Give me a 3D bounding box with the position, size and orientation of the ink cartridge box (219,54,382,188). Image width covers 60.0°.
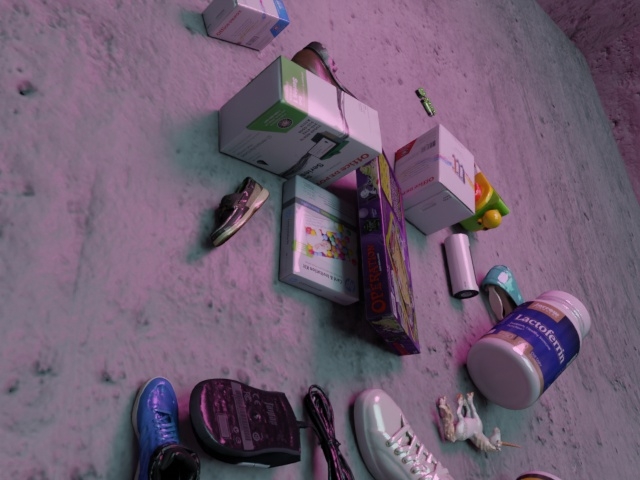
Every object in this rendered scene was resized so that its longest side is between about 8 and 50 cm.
[{"bbox_3d":[-0.029,-0.178,0.900,0.219,0.160,0.093,18,57,-39],"label":"ink cartridge box"}]

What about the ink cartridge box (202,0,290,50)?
[{"bbox_3d":[-0.130,-0.390,0.970,0.122,0.088,0.052,-5,72,-48],"label":"ink cartridge box"}]

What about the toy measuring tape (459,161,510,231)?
[{"bbox_3d":[0.368,-0.109,1.363,0.121,0.121,0.330,43,21,-22],"label":"toy measuring tape"}]

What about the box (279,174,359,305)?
[{"bbox_3d":[0.000,0.000,0.925,0.145,0.038,0.186,26,52,-35],"label":"box"}]

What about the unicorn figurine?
[{"bbox_3d":[0.275,0.337,1.018,0.162,0.060,0.111,1,67,-29],"label":"unicorn figurine"}]

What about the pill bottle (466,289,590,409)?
[{"bbox_3d":[0.432,0.212,1.132,0.264,0.153,0.153,-28,89,-36],"label":"pill bottle"}]

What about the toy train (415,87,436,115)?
[{"bbox_3d":[0.275,-0.361,1.447,0.023,0.017,0.083,-32,93,-41],"label":"toy train"}]

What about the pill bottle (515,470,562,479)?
[{"bbox_3d":[0.367,0.513,0.959,0.208,0.119,0.119,-32,93,-50],"label":"pill bottle"}]

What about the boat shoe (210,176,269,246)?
[{"bbox_3d":[-0.126,-0.044,0.808,0.049,0.056,0.152,46,32,-11],"label":"boat shoe"}]

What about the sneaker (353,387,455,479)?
[{"bbox_3d":[0.156,0.347,0.827,0.106,0.123,0.290,-22,84,-49],"label":"sneaker"}]

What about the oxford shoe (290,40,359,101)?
[{"bbox_3d":[0.014,-0.262,1.075,0.096,0.083,0.227,-44,103,-30],"label":"oxford shoe"}]

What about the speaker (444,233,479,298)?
[{"bbox_3d":[0.306,0.055,1.209,0.055,0.055,0.136,21,54,-38],"label":"speaker"}]

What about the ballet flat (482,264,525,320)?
[{"bbox_3d":[0.446,0.177,1.284,0.087,0.083,0.247,-32,93,-26],"label":"ballet flat"}]

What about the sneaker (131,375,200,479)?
[{"bbox_3d":[-0.162,0.215,0.589,0.058,0.084,0.152,24,52,-37],"label":"sneaker"}]

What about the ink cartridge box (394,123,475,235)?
[{"bbox_3d":[0.243,-0.127,1.188,0.127,0.128,0.176,36,47,-28],"label":"ink cartridge box"}]

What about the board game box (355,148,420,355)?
[{"bbox_3d":[0.116,0.006,0.975,0.208,0.056,0.347,46,36,-53],"label":"board game box"}]

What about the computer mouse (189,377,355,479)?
[{"bbox_3d":[-0.059,0.267,0.679,0.262,0.060,0.184,22,38,-49],"label":"computer mouse"}]
